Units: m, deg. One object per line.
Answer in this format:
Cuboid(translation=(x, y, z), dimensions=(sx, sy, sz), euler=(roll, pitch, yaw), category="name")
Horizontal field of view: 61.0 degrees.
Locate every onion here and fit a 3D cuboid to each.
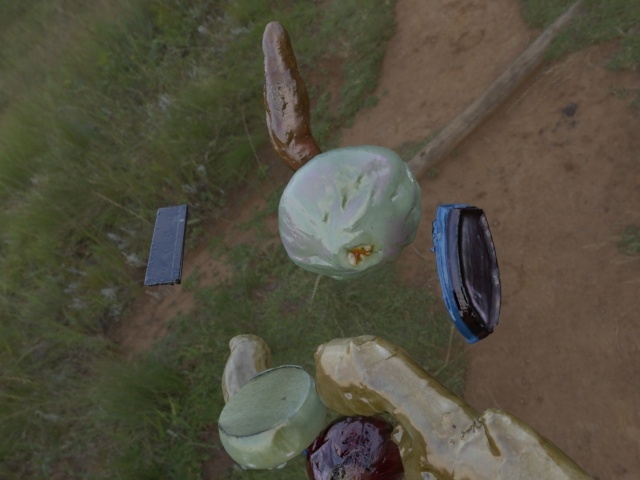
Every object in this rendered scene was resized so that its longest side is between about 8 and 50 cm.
Cuboid(translation=(0.078, 0.552, 1.375), dimensions=(0.280, 0.221, 0.281), euler=(-25, 4, 2), category="onion")

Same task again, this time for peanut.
Cuboid(translation=(-0.195, 0.452, 1.637), dimensions=(0.192, 0.170, 0.387), euler=(-8, 54, -17), category="peanut")

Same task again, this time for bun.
Cuboid(translation=(0.069, -0.028, 1.025), dimensions=(0.293, 0.293, 0.187), euler=(-32, 46, 6), category="bun")

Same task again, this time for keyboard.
Cuboid(translation=(-0.315, 0.008, 1.127), dimensions=(0.072, 0.023, 0.231), euler=(-8, 44, -1), category="keyboard")

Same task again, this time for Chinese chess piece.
Cuboid(translation=(-0.081, 0.301, 0.930), dimensions=(0.188, 0.083, 0.188), euler=(-23, 18, 8), category="Chinese chess piece")

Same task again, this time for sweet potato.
Cuboid(translation=(-0.064, -0.251, 1.087), dimensions=(0.106, 0.355, 0.095), euler=(-17, 7, 18), category="sweet potato")

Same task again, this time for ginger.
Cuboid(translation=(0.143, 0.222, 0.598), dimensions=(0.122, 0.348, 0.363), euler=(-25, 71, -25), category="ginger")

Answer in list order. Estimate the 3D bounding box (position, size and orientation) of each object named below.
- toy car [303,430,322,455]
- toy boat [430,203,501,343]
Cuboid(translation=(-0.018, 0.648, 1.720), dimensions=(0.103, 0.216, 0.063), euler=(-53, -3, -47), category="toy car")
Cuboid(translation=(0.223, 0.051, 0.857), dimensions=(0.100, 0.223, 0.097), euler=(-4, -8, -20), category="toy boat")
